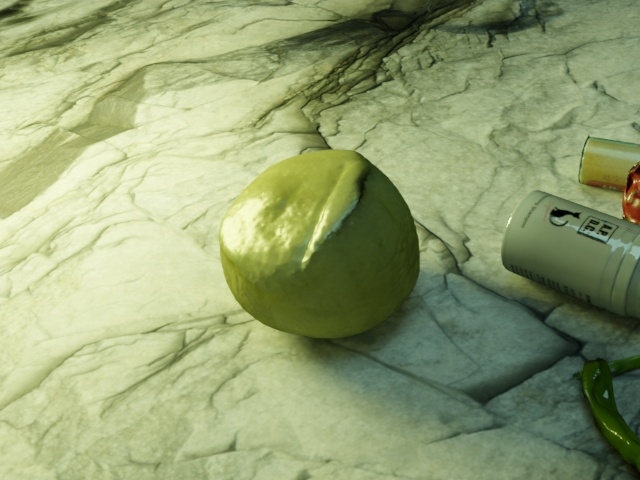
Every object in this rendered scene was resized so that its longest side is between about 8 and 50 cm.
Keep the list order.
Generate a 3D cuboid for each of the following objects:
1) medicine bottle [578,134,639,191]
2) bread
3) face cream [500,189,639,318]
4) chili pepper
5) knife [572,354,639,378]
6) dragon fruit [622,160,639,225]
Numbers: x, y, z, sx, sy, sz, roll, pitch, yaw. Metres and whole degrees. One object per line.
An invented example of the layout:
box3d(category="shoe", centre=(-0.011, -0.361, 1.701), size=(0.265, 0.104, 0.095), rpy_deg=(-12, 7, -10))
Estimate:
box3d(category="medicine bottle", centre=(0.679, -0.106, 1.779), size=(0.425, 0.108, 0.108), rpy_deg=(13, 39, 24))
box3d(category="bread", centre=(0.003, 0.010, 1.573), size=(0.320, 0.237, 0.320), rpy_deg=(-15, 29, 8))
box3d(category="face cream", centre=(0.474, 0.043, 1.547), size=(0.369, 0.145, 0.145), rpy_deg=(22, 43, 32))
box3d(category="chili pepper", centre=(0.399, 0.240, 1.364), size=(0.051, 0.050, 0.202), rpy_deg=(4, 33, -16))
box3d(category="knife", centre=(0.457, 0.179, 1.466), size=(0.184, 0.022, 0.026), rpy_deg=(-12, 11, -10))
box3d(category="dragon fruit", centre=(0.568, -0.055, 1.687), size=(0.136, 0.166, 0.133), rpy_deg=(-33, 0, -29))
